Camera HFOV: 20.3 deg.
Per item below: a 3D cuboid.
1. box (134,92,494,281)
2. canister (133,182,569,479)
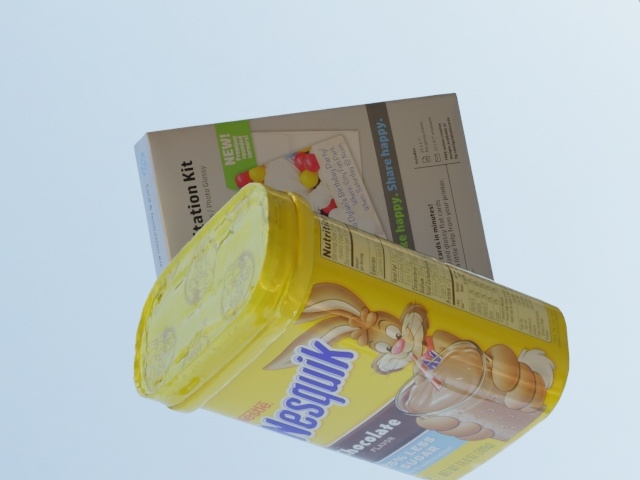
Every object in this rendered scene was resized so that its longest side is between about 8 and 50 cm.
[{"bbox_3d":[0.000,0.000,0.998,0.186,0.038,0.145,-8,-97,-18],"label":"box"},{"bbox_3d":[0.016,0.050,0.840,0.170,0.126,0.073,20,-131,-25],"label":"canister"}]
